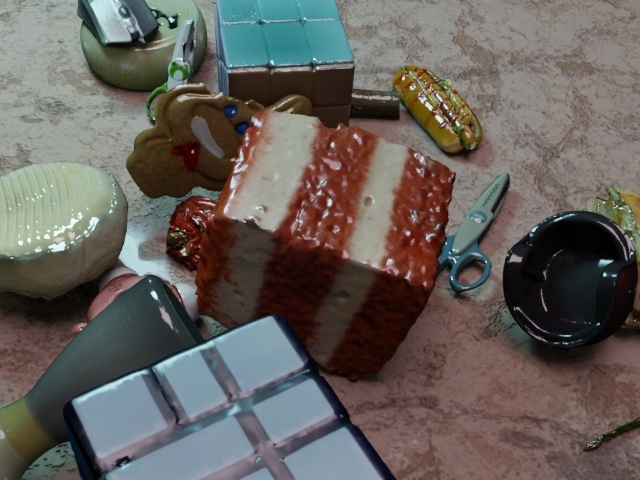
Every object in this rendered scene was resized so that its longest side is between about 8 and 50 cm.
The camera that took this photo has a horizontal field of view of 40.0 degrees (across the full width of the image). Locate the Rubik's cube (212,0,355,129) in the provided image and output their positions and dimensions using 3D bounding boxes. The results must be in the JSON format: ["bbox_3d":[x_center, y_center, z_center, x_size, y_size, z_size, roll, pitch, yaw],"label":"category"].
[{"bbox_3d":[-0.073,-0.295,1.605,0.225,0.221,0.231,-5,49,-9],"label":"Rubik's cube"}]

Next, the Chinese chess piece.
[{"bbox_3d":[-0.353,-0.409,1.764,0.250,0.101,0.250,2,49,-2],"label":"Chinese chess piece"}]

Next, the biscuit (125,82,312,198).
[{"bbox_3d":[-0.165,-0.174,1.456,0.320,0.183,0.047,-11,18,-13],"label":"biscuit"}]

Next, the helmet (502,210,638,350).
[{"bbox_3d":[0.385,0.063,1.347,0.189,0.193,0.216,11,75,30],"label":"helmet"}]

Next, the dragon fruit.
[{"bbox_3d":[-0.196,-0.012,1.443,0.162,0.083,0.106,32,56,18],"label":"dragon fruit"}]

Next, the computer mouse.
[{"bbox_3d":[-0.395,-0.451,1.682,0.126,0.071,0.231,-23,56,-20],"label":"computer mouse"}]

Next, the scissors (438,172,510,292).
[{"bbox_3d":[0.264,-0.023,1.515,0.138,0.041,0.289,21,51,24],"label":"scissors"}]

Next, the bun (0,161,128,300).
[{"bbox_3d":[-0.428,-0.007,1.366,0.287,0.146,0.287,-5,38,4],"label":"bun"}]

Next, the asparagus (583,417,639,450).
[{"bbox_3d":[0.451,0.274,1.287,0.163,0.016,0.016,-16,71,-20],"label":"asparagus"}]

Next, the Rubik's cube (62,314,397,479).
[{"bbox_3d":[-0.110,0.303,1.037,0.294,0.288,0.283,-23,53,-25],"label":"Rubik's cube"}]

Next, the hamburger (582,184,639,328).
[{"bbox_3d":[0.519,0.030,1.451,0.131,0.124,0.262,13,49,-26],"label":"hamburger"}]

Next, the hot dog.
[{"bbox_3d":[0.230,-0.259,1.700,0.104,0.076,0.250,-16,50,-20],"label":"hot dog"}]

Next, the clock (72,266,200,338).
[{"bbox_3d":[-0.272,0.110,1.320,0.166,0.092,0.162,14,46,8],"label":"clock"}]

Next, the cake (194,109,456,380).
[{"bbox_3d":[0.000,0.000,1.299,0.320,0.270,0.269,20,47,-3],"label":"cake"}]

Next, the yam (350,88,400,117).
[{"bbox_3d":[0.092,-0.268,1.710,0.132,0.054,0.054,4,48,-3],"label":"yam"}]

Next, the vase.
[{"bbox_3d":[-0.304,0.199,1.150,0.321,0.173,0.173,-33,57,-5],"label":"vase"}]

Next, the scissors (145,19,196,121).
[{"bbox_3d":[-0.267,-0.318,1.666,0.101,0.027,0.204,10,85,2],"label":"scissors"}]
